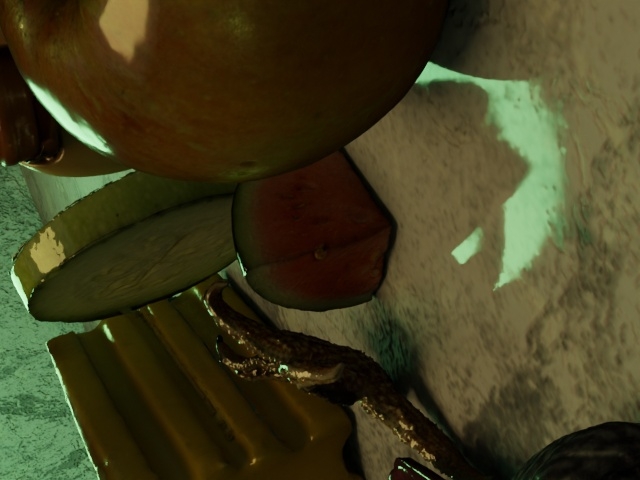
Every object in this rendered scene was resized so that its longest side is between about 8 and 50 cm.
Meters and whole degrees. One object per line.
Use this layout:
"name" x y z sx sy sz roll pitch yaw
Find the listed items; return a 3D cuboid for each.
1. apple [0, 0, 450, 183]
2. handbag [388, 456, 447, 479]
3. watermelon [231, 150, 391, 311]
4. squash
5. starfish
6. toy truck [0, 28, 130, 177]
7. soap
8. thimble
"apple" -0.043 -0.144 0.522 0.237 0.207 0.237 22 120 46
"handbag" 0.101 0.239 0.603 0.216 0.074 0.203 63 164 -17
"watermelon" 0.000 0.000 0.688 0.094 0.135 0.125 0 109 32
"squash" -0.139 0.003 0.872 0.041 0.219 0.219 65 161 15
"starfish" 0.020 0.097 0.728 0.238 0.057 0.213 22 173 26
"toy truck" -0.191 -0.199 0.836 0.211 0.204 0.288 -139 41 -58
"soap" -0.120 0.156 0.998 0.324 0.204 0.096 42 150 57
"thimble" 0.127 0.127 0.448 0.104 0.095 0.066 30 163 7
